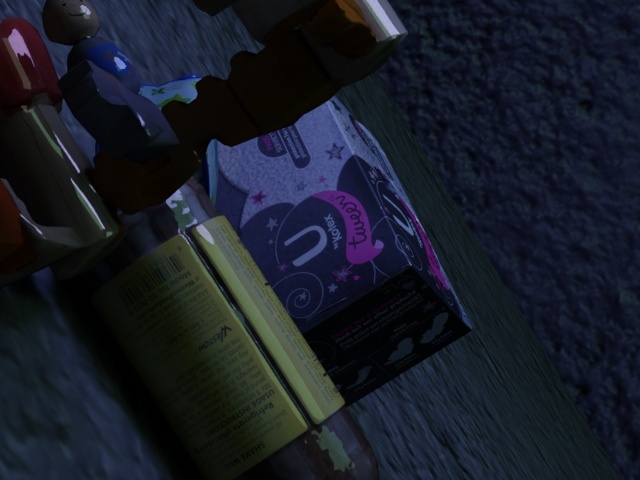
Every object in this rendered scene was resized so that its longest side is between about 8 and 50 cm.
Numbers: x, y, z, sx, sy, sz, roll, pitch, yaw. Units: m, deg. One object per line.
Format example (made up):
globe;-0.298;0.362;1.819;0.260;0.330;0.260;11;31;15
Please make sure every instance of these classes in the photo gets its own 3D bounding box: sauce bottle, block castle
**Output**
sauce bottle;-0.037;0.126;0.943;0.344;0.111;0.111;58;13;4
block castle;-0.161;-0.138;0.695;0.213;0.303;0.453;58;12;10

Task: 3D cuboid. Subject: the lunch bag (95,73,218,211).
lunch bag;-0.120;-0.034;1.069;0.129;0.096;0.151;-96;179;-64

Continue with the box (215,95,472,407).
box;0.000;0.000;1.262;0.142;0.163;0.247;43;18;-51
